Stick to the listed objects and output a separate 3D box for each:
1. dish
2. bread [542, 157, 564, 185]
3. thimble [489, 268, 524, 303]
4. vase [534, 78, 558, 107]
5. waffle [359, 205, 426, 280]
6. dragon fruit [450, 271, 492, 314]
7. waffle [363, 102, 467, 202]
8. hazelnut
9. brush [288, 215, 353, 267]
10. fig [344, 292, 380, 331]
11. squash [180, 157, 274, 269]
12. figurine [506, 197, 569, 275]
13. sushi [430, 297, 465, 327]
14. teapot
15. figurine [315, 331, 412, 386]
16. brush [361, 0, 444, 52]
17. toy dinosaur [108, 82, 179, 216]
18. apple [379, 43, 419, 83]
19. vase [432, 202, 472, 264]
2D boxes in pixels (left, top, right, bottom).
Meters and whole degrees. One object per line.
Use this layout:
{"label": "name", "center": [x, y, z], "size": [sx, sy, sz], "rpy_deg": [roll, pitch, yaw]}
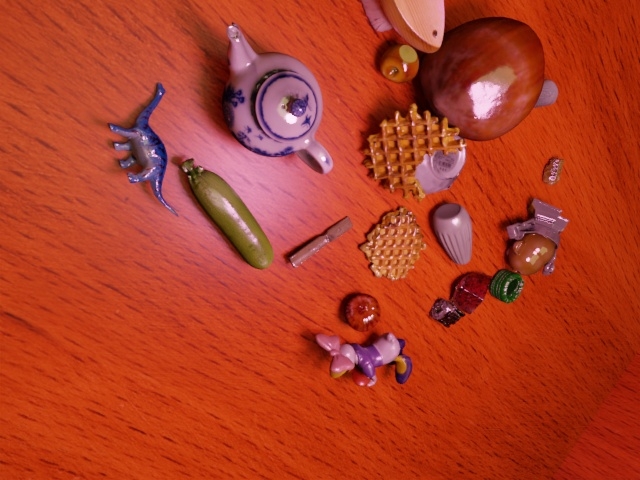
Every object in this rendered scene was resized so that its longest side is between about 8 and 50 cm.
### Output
{"label": "dish", "center": [0.386, -0.278, 1.454], "size": [0.303, 0.120, 0.303], "rpy_deg": [-8, 108, -25]}
{"label": "bread", "center": [0.935, -0.277, 1.782], "size": [0.066, 0.060, 0.110], "rpy_deg": [5, 105, -15]}
{"label": "thimble", "center": [0.758, 0.183, 1.800], "size": [0.130, 0.090, 0.118], "rpy_deg": [-39, 117, -13]}
{"label": "vase", "center": [0.737, -0.504, 1.594], "size": [0.219, 0.096, 0.096], "rpy_deg": [-23, 114, -17]}
{"label": "waffle", "center": [0.255, 0.020, 1.513], "size": [0.243, 0.059, 0.238], "rpy_deg": [-47, 123, -6]}
{"label": "dragon fruit", "center": [0.583, 0.189, 1.725], "size": [0.127, 0.120, 0.161], "rpy_deg": [36, 54, 8]}
{"label": "waffle", "center": [0.266, -0.267, 1.337], "size": [0.260, 0.069, 0.293], "rpy_deg": [29, 130, -8]}
{"label": "hazelnut", "center": [0.479, -0.482, 1.324], "size": [0.366, 0.366, 0.365], "rpy_deg": [-8, 108, -26]}
{"label": "brush", "center": [0.000, 0.000, 1.381], "size": [0.248, 0.036, 0.043], "rpy_deg": [-36, 122, -22]}
{"label": "fig", "center": [0.141, 0.234, 1.483], "size": [0.128, 0.150, 0.128], "rpy_deg": [2, 103, 7]}
{"label": "squash", "center": [-0.240, -0.065, 1.194], "size": [0.101, 0.101, 0.378], "rpy_deg": [-41, 117, -12]}
{"label": "figurine", "center": [0.853, 0.008, 1.758], "size": [0.342, 0.167, 0.285], "rpy_deg": [31, 80, -11]}
{"label": "sushi", "center": [0.475, 0.274, 1.671], "size": [0.084, 0.098, 0.094], "rpy_deg": [33, 98, -27]}
{"label": "teapot", "center": [-0.103, -0.327, 1.085], "size": [0.252, 0.280, 0.424], "rpy_deg": [-44, 121, -9]}
{"label": "figurine", "center": [0.159, 0.388, 1.477], "size": [0.421, 0.154, 0.193], "rpy_deg": [3, 127, -36]}
{"label": "brush", "center": [0.236, -0.642, 1.236], "size": [0.174, 0.166, 0.266], "rpy_deg": [-37, 114, -14]}
{"label": "toy dinosaur", "center": [-0.431, -0.212, 1.066], "size": [0.144, 0.076, 0.329], "rpy_deg": [-9, 98, -33]}
{"label": "apple", "center": [0.230, -0.517, 1.307], "size": [0.114, 0.099, 0.102], "rpy_deg": [48, 60, -6]}
{"label": "vase", "center": [0.483, -0.014, 1.583], "size": [0.128, 0.128, 0.248], "rpy_deg": [-39, 128, -13]}
